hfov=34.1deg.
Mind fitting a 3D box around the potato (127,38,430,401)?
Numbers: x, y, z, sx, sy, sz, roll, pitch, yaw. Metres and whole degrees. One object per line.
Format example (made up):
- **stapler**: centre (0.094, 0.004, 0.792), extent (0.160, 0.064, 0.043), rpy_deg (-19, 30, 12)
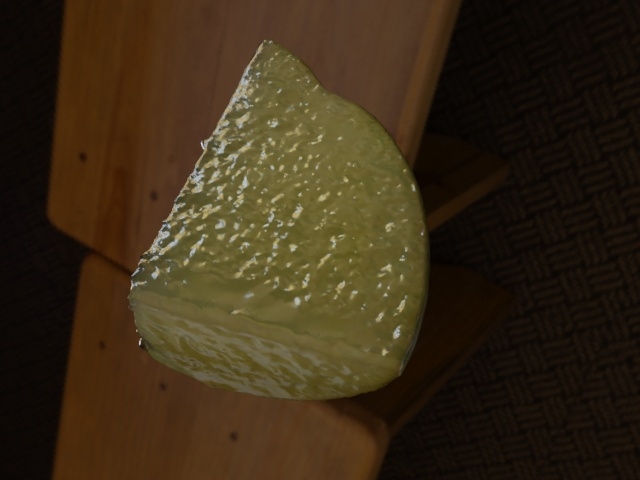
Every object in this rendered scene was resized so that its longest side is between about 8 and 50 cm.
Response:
- **potato**: centre (0.000, 0.000, 0.471), extent (0.120, 0.149, 0.081), rpy_deg (17, 152, 12)
